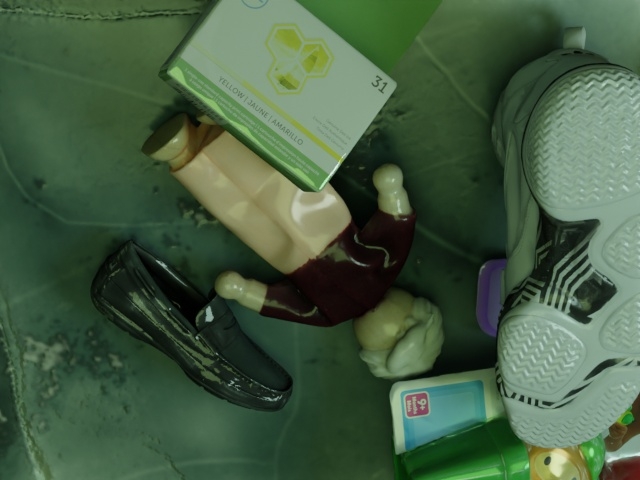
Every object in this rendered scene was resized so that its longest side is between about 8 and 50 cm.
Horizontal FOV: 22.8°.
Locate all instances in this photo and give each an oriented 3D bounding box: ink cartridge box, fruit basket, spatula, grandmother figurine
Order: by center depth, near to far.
[{"bbox_3d":[-0.004,-0.183,1.378,0.171,0.056,0.235,38,81,-13],"label":"ink cartridge box"},{"bbox_3d":[0.000,0.000,1.478,0.207,0.104,0.342,-31,111,27],"label":"grandmother figurine"},{"bbox_3d":[0.296,0.059,1.531,0.296,0.030,0.084,2,111,-2],"label":"spatula"},{"bbox_3d":[0.251,0.266,1.540,0.353,0.165,0.327,-5,110,-2],"label":"fruit basket"}]

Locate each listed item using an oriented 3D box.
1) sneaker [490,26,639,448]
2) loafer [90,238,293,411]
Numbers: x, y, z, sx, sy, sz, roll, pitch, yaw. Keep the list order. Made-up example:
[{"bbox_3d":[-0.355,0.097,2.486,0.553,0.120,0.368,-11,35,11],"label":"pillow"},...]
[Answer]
[{"bbox_3d":[0.223,-0.008,1.416,0.137,0.210,0.366,2,116,-1],"label":"sneaker"},{"bbox_3d":[-0.114,0.083,1.514,0.223,0.076,0.078,36,114,-9],"label":"loafer"}]
